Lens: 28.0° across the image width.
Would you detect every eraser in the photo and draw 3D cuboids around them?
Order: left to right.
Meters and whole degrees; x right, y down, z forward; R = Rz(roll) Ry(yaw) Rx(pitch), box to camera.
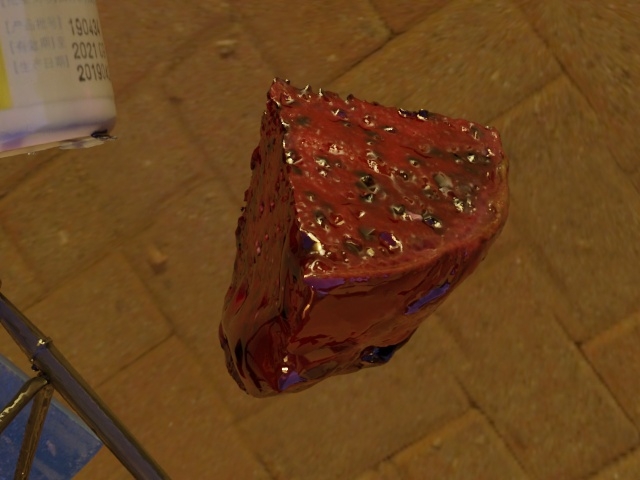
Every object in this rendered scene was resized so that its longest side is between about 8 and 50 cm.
[{"bbox_3d":[-0.424,0.225,1.642,0.144,0.042,0.312,-43,127,-3],"label":"eraser"}]

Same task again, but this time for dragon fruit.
[{"bbox_3d":[0.000,0.000,1.106,0.330,0.302,0.240,-43,70,50],"label":"dragon fruit"}]

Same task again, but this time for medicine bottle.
[{"bbox_3d":[-0.320,-0.257,1.172,0.214,0.213,0.378,-10,93,12],"label":"medicine bottle"}]

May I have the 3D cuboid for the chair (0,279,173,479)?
[{"bbox_3d":[-0.257,0.348,1.140,0.410,0.364,0.362,32,135,5],"label":"chair"}]
